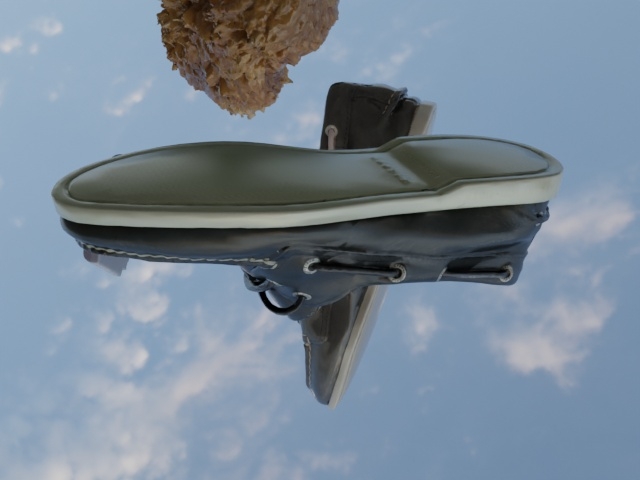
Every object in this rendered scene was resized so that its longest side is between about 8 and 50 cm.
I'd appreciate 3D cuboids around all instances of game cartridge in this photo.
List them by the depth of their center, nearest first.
[{"bbox_3d":[-0.151,-0.019,0.691,0.017,0.056,0.083,11,-103,11],"label":"game cartridge"}]

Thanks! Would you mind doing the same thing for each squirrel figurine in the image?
[{"bbox_3d":[-0.145,-0.363,1.204,0.370,0.281,0.397,-11,-98,37],"label":"squirrel figurine"}]

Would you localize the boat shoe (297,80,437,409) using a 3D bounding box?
[{"bbox_3d":[0.022,0.007,0.882,0.095,0.335,0.112,20,-152,11],"label":"boat shoe"}]

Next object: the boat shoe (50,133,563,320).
[{"bbox_3d":[-0.001,-0.002,0.623,0.340,0.113,0.127,-7,-152,-24],"label":"boat shoe"}]
